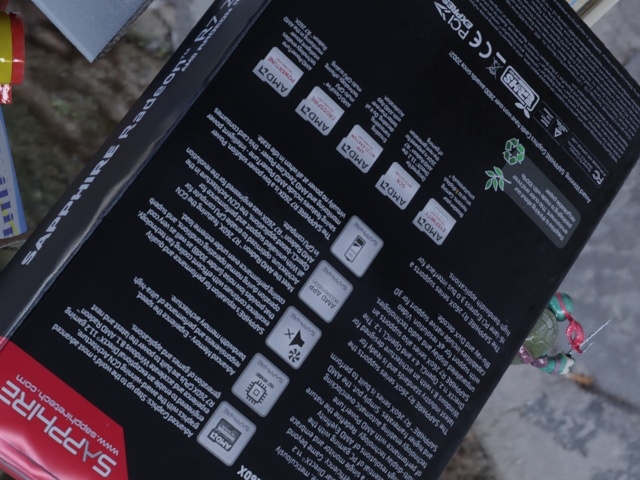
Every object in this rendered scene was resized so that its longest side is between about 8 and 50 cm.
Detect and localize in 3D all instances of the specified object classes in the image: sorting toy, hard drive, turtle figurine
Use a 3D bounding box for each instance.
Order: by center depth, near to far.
[{"bbox_3d":[-0.169,-0.200,0.913,0.135,0.022,0.094,46,115,-2],"label":"hard drive"},{"bbox_3d":[-0.427,-0.286,1.709,0.257,0.089,0.255,171,97,-71],"label":"sorting toy"},{"bbox_3d":[0.251,0.116,1.772,0.234,0.118,0.175,-30,87,9],"label":"turtle figurine"}]

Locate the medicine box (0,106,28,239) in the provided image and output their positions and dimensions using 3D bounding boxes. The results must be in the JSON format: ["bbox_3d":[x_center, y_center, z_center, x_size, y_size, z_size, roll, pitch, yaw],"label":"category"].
[{"bbox_3d":[-0.540,-0.035,1.933,0.149,0.289,0.263,-6,108,8],"label":"medicine box"}]

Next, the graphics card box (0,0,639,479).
[{"bbox_3d":[0.000,0.000,0.699,0.233,0.371,0.094,42,162,-22],"label":"graphics card box"}]

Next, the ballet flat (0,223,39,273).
[{"bbox_3d":[-0.278,0.025,1.261,0.250,0.058,0.084,-2,123,39],"label":"ballet flat"}]

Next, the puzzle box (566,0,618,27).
[{"bbox_3d":[0.121,-0.261,0.917,0.272,0.409,0.052,47,178,-27],"label":"puzzle box"}]
